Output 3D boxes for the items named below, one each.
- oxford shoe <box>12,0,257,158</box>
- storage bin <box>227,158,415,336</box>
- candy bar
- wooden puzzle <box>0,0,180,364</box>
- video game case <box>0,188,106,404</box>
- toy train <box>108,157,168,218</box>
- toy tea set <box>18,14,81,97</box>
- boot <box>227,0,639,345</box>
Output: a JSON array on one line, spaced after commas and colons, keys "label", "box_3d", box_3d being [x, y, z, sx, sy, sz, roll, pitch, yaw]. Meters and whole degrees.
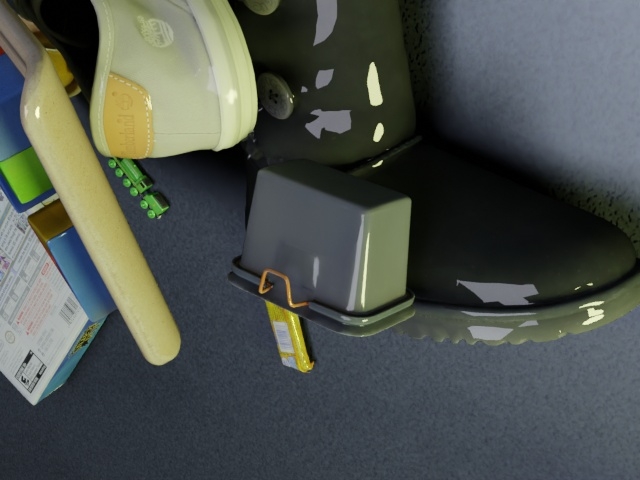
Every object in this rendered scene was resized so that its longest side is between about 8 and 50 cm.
[{"label": "oxford shoe", "box_3d": [-0.192, -0.235, 0.890, 0.169, 0.130, 0.449, 95, 151, -53]}, {"label": "storage bin", "box_3d": [0.000, 0.000, 0.814, 0.135, 0.098, 0.091, 22, 116, 35]}, {"label": "candy bar", "box_3d": [-0.039, 0.062, 1.115, 0.040, 0.018, 0.161, 5, 118, 40]}, {"label": "wooden puzzle", "box_3d": [-0.247, -0.090, 0.917, 0.348, 0.081, 0.322, 53, 166, 39]}, {"label": "video game case", "box_3d": [-0.359, 0.030, 1.312, 0.244, 0.061, 0.269, 45, 133, 6]}, {"label": "toy train", "box_3d": [-0.189, -0.059, 1.162, 0.024, 0.017, 0.083, -38, 89, 34]}, {"label": "toy tea set", "box_3d": [-0.359, -0.274, 1.093, 0.200, 0.124, 0.336, 8, 119, 34]}, {"label": "boot", "box_3d": [0.049, -0.157, 0.852, 0.367, 0.146, 0.445, 4, 112, 34]}]
